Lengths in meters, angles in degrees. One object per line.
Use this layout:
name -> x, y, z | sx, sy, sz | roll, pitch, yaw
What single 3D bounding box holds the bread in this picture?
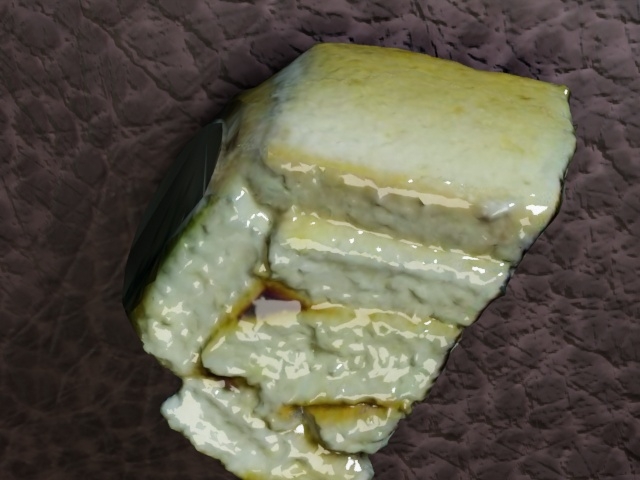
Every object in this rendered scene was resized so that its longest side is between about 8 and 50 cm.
bread -> 0.000, -0.008, 1.241 | 0.264, 0.239, 0.395 | 29, 117, -8
